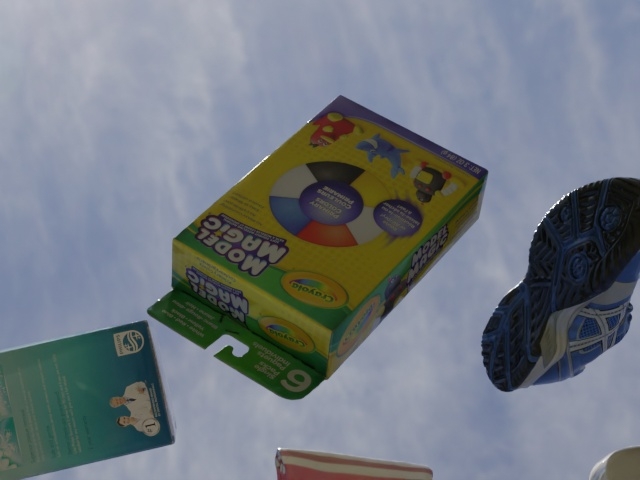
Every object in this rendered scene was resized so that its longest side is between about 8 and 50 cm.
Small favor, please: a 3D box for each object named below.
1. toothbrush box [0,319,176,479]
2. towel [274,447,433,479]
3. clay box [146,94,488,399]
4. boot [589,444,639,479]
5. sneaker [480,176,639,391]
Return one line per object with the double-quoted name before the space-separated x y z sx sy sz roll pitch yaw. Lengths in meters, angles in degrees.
"toothbrush box" -0.297 0.168 1.477 0.295 0.216 0.126 -14 -92 -5
"towel" 0.038 0.259 1.183 0.144 0.029 0.197 10 -123 -26
"clay box" 0.000 0.000 0.995 0.127 0.053 0.222 29 -132 20
"boot" 0.193 0.169 0.790 0.190 0.086 0.069 24 -138 -28
"sneaker" 0.198 0.031 1.120 0.081 0.211 0.080 3 -132 -29
